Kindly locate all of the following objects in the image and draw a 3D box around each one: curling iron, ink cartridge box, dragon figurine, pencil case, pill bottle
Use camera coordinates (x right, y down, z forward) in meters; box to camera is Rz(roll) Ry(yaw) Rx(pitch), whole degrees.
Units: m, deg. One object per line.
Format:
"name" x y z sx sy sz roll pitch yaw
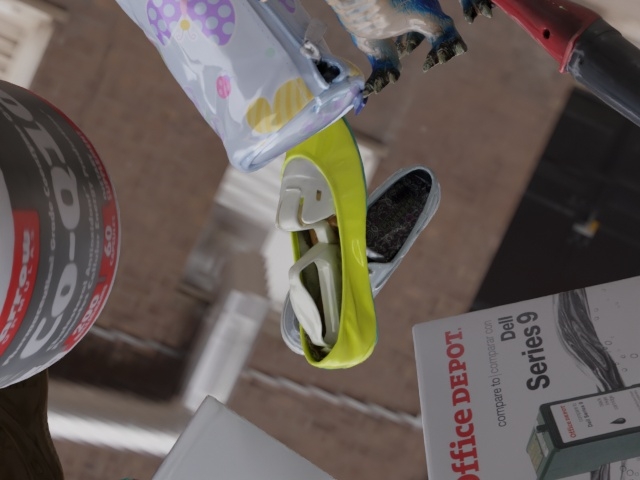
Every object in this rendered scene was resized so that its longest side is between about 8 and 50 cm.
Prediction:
"curling iron" 0.117 -0.100 0.744 0.274 0.035 0.068 52 167 31
"ink cartridge box" 0.218 0.136 1.114 0.289 0.121 0.211 -13 -143 8
"dragon figurine" 0.041 -0.184 0.999 0.144 0.085 0.289 62 -149 -14
"pencil case" -0.084 -0.180 1.146 0.273 0.113 0.124 53 163 8
"pill bottle" -0.193 -0.001 0.690 0.161 0.161 0.283 25 -176 5

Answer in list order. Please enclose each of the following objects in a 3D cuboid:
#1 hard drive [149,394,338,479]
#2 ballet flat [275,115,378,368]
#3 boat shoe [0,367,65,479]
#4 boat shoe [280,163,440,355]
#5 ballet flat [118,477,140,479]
"hard drive" -0.109 0.358 1.536 0.233 0.353 0.047 34 172 -5
"ballet flat" 0.000 0.000 1.360 0.077 0.231 0.077 2 -165 45
"boat shoe" -0.324 0.221 1.602 0.109 0.302 0.098 4 162 -35
"boat shoe" 0.038 0.012 1.595 0.079 0.227 0.081 37 169 8
"ballet flat" -0.175 0.311 1.307 0.087 0.083 0.247 43 -138 -22
